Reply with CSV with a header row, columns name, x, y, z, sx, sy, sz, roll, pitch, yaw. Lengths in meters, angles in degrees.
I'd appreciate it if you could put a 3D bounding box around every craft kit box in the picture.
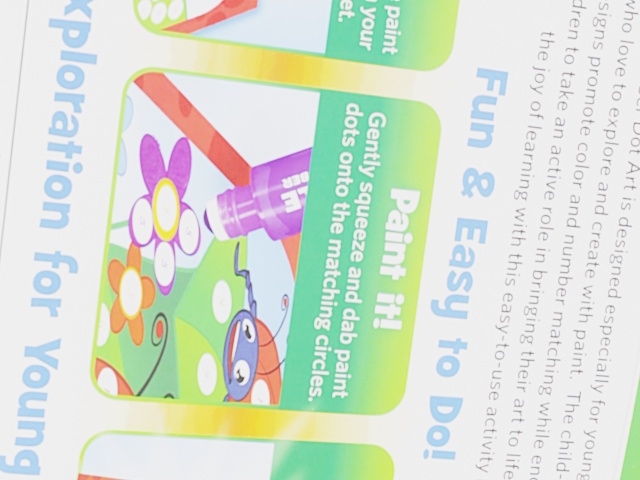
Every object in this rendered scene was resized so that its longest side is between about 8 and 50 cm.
name,x,y,z,sx,sy,sz,roll,pitch,yaw
craft kit box,0.000,0.000,0.385,0.246,0.061,0.250,7,96,-16
